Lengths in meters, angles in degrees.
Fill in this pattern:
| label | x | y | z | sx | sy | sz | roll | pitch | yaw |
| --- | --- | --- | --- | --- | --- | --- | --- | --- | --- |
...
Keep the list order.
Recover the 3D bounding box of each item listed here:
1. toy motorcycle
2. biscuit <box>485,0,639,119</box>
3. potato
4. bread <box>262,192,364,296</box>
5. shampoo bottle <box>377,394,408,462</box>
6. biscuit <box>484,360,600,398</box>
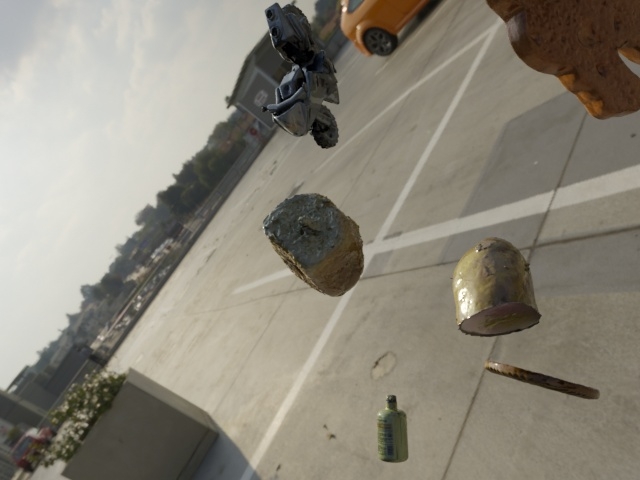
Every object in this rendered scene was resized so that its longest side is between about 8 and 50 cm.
| label | x | y | z | sx | sy | sz | roll | pitch | yaw |
| --- | --- | --- | --- | --- | --- | --- | --- | --- | --- |
| toy motorcycle | -0.042 | -0.295 | 0.837 | 0.106 | 0.270 | 0.159 | -12 | 8 | 38 |
| biscuit | 0.353 | -0.317 | 0.654 | 0.202 | 0.334 | 0.047 | -64 | 17 | -10 |
| potato | 0.468 | 0.111 | 1.264 | 0.229 | 0.229 | 0.266 | -42 | 37 | 38 |
| bread | 0.000 | 0.000 | 1.031 | 0.176 | 0.195 | 0.246 | -49 | -30 | -11 |
| shampoo bottle | 0.188 | 0.489 | 1.210 | 0.079 | 0.079 | 0.162 | -27 | 61 | 61 |
| biscuit | 0.654 | 0.418 | 1.380 | 0.318 | 0.318 | 0.040 | -14 | 59 | 68 |
